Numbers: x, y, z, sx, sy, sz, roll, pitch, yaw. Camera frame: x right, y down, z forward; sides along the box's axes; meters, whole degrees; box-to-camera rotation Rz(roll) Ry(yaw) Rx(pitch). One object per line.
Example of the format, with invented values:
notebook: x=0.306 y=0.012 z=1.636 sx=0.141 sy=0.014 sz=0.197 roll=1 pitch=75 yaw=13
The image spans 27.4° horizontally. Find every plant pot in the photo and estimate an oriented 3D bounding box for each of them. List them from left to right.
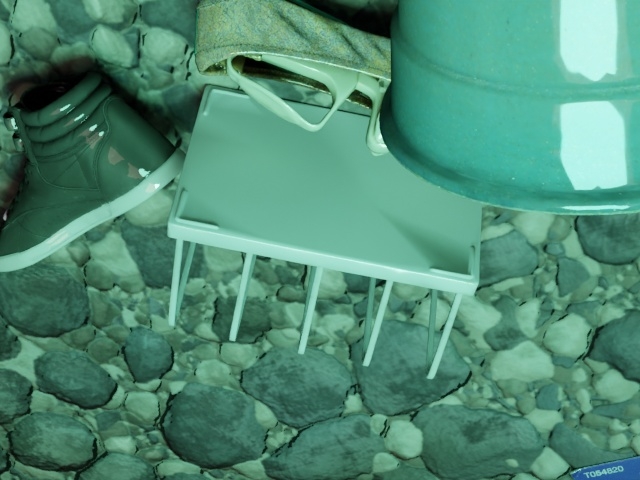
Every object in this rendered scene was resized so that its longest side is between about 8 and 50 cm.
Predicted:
plant pot: x=0.195 y=-0.249 z=0.943 sx=0.341 sy=0.341 sz=0.334 roll=-2 pitch=123 yaw=10

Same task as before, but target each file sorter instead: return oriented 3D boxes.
file sorter: x=0.000 y=0.000 z=1.266 sx=0.277 sy=0.193 sz=0.173 roll=11 pitch=135 yaw=-2

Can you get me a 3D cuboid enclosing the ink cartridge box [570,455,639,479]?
ink cartridge box: x=0.444 y=0.344 z=1.607 sx=0.223 sy=0.045 sz=0.224 roll=-16 pitch=127 yaw=21

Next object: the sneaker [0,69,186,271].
sneaker: x=-0.272 y=-0.073 z=1.309 sx=0.295 sy=0.104 sz=0.147 roll=-26 pitch=107 yaw=38

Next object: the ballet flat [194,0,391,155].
ballet flat: x=0.033 y=-0.138 z=1.183 sx=0.316 sy=0.106 sz=0.107 roll=17 pitch=164 yaw=-2
